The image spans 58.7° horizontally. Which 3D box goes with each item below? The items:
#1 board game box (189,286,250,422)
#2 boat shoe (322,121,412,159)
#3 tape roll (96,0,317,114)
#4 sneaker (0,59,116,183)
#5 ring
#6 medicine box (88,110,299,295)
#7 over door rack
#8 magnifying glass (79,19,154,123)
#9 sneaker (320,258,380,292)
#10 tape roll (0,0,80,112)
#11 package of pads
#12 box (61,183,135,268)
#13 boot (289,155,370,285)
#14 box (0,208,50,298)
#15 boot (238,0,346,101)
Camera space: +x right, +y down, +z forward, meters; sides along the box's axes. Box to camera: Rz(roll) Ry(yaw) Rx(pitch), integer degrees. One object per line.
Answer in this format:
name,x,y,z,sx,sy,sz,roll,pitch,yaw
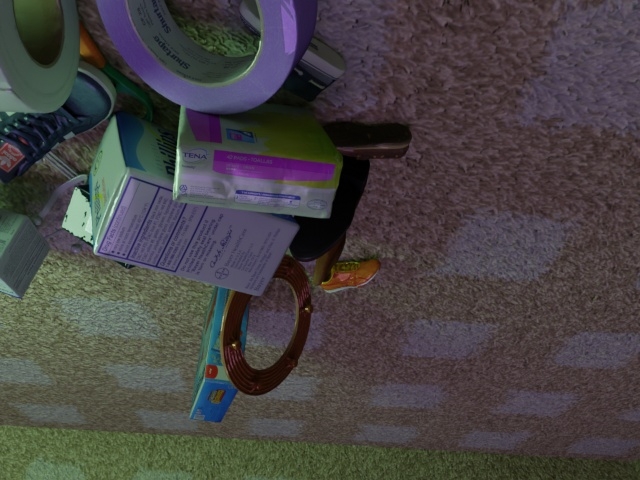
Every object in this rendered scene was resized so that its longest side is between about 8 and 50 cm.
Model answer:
board game box,-0.257,0.273,1.466,0.086,0.302,0.308,11,145,-13
boat shoe,0.071,-0.169,1.016,0.178,0.064,0.060,0,143,-1
tape roll,-0.147,-0.306,0.738,0.275,0.090,0.275,12,135,12
sneaker,-0.486,-0.177,0.945,0.350,0.148,0.131,-16,135,29
ring,-0.109,0.196,1.327,0.032,0.336,0.336,8,152,31
medicine box,-0.224,-0.064,0.962,0.289,0.263,0.149,19,110,-32
over door rack,-0.603,-0.066,1.171,0.324,0.108,0.239,-12,142,21
magnifying glass,-0.351,-0.267,0.935,0.092,0.026,0.231,-5,144,11
sneaker,0.064,0.081,1.380,0.175,0.064,0.067,-21,129,26
tape roll,-0.436,-0.287,0.721,0.169,0.246,0.246,1,145,0
package of pads,-0.099,-0.139,0.861,0.229,0.296,0.101,5,116,-15
box,-0.363,-0.035,1.074,0.156,0.158,0.093,30,107,10
boot,0.000,0.000,1.108,0.096,0.264,0.280,19,144,3
box,-0.610,0.026,1.113,0.072,0.126,0.137,15,151,3
boot,-0.057,-0.279,0.858,0.190,0.069,0.086,26,133,-31
